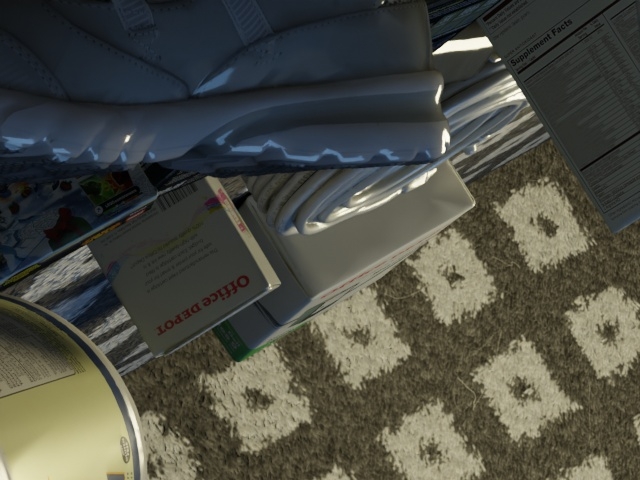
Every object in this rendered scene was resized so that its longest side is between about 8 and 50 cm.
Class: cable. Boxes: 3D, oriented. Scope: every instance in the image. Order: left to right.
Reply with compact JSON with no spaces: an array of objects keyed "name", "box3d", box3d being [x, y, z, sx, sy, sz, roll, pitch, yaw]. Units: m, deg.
[{"name":"cable","box3d":[0.059,-0.097,1.280,0.257,0.089,0.257,-27,173,-38]}]

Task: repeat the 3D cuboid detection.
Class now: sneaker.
[{"name":"sneaker","box3d":[-0.075,-0.078,0.576,0.281,0.115,0.105,-3,179,-44]}]

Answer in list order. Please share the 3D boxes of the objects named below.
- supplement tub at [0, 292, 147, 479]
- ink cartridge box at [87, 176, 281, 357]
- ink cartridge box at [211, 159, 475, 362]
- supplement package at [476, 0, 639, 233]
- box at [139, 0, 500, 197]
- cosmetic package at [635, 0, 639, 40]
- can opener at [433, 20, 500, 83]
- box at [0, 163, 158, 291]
[{"name":"supplement tub","box3d":[-0.254,0.155,0.982,0.235,0.235,0.325,-32,176,12]},{"name":"ink cartridge box","box3d":[-0.095,0.002,1.088,0.088,0.122,0.052,-31,175,6]},{"name":"ink cartridge box","box3d":[0.000,0.000,1.728,0.211,0.121,0.289,-30,175,-22]},{"name":"supplement package","box3d":[0.211,-0.147,0.990,0.149,0.203,0.194,-35,175,40]},{"name":"box","box3d":[-0.010,-0.103,0.783,0.180,0.077,0.147,-27,174,-46]},{"name":"cosmetic package","box3d":[0.305,-0.145,0.598,0.385,0.217,0.156,1,165,-19]},{"name":"can opener","box3d":[0.086,-0.150,1.042,0.095,0.076,0.283,-54,166,22]},{"name":"box","box3d":[-0.146,-0.022,0.662,0.137,0.094,0.027,-29,175,-17]}]
